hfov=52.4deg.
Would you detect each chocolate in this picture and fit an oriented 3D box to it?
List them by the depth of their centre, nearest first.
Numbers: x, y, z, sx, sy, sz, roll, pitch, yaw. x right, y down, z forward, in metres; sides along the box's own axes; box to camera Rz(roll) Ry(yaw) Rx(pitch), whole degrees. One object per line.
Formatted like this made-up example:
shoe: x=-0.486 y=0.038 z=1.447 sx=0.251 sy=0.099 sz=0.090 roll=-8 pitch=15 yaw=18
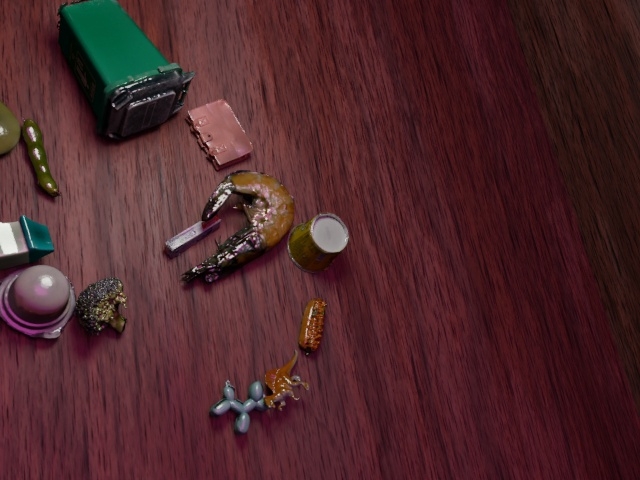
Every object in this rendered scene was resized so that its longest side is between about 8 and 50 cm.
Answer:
chocolate: x=-0.729 y=0.145 z=1.691 sx=0.221 sy=0.147 sz=0.221 roll=9 pitch=70 yaw=-27

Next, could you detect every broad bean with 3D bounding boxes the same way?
broad bean: x=-0.967 y=-0.341 z=1.805 sx=0.263 sy=0.121 sz=0.189 roll=40 pitch=51 yaw=-25
broad bean: x=-0.806 y=-0.234 z=1.867 sx=0.256 sy=0.053 sz=0.052 roll=67 pitch=20 yaw=10

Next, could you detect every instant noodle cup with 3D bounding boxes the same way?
instant noodle cup: x=0.000 y=0.000 z=2.124 sx=0.182 sy=0.144 sz=0.182 roll=11 pitch=65 yaw=-24

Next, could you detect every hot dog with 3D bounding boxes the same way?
hot dog: x=-0.023 y=0.268 z=2.053 sx=0.072 sy=0.055 sz=0.188 roll=21 pitch=61 yaw=-20

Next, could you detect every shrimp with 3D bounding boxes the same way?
shrimp: x=-0.268 y=-0.040 z=1.999 sx=0.445 sy=0.085 sz=0.272 roll=-43 pitch=109 yaw=-22

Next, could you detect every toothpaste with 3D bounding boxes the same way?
toothpaste: x=-0.390 y=-0.016 z=1.994 sx=0.040 sy=0.047 sz=0.196 roll=45 pitch=56 yaw=13

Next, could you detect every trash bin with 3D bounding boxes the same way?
trash bin: x=-0.603 y=-0.538 z=1.979 sx=0.295 sy=0.259 sz=0.381 roll=-29 pitch=82 yaw=-33

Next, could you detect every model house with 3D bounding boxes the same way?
model house: x=-0.795 y=0.003 z=1.727 sx=0.149 sy=0.127 sz=0.100 roll=-14 pitch=77 yaw=-28

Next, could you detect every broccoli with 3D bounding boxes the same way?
broccoli: x=-0.584 y=0.185 z=1.772 sx=0.154 sy=0.167 sz=0.160 roll=-41 pitch=122 yaw=-2

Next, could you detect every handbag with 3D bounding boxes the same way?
handbag: x=-0.334 y=-0.351 z=2.150 sx=0.157 sy=0.059 sz=0.212 roll=-28 pitch=84 yaw=-33

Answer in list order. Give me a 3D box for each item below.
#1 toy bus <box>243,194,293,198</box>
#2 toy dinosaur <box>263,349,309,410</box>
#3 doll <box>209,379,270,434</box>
toy bus: x=-0.184 y=-0.154 z=2.135 sx=0.191 sy=0.075 sz=0.064 roll=30 pitch=60 yaw=-14
toy dinosaur: x=-0.116 y=0.418 z=1.935 sx=0.142 sy=0.057 sz=0.212 roll=8 pitch=36 yaw=-24
doll: x=-0.220 y=0.471 z=1.866 sx=0.159 sy=0.059 sz=0.158 roll=32 pitch=59 yaw=-10
